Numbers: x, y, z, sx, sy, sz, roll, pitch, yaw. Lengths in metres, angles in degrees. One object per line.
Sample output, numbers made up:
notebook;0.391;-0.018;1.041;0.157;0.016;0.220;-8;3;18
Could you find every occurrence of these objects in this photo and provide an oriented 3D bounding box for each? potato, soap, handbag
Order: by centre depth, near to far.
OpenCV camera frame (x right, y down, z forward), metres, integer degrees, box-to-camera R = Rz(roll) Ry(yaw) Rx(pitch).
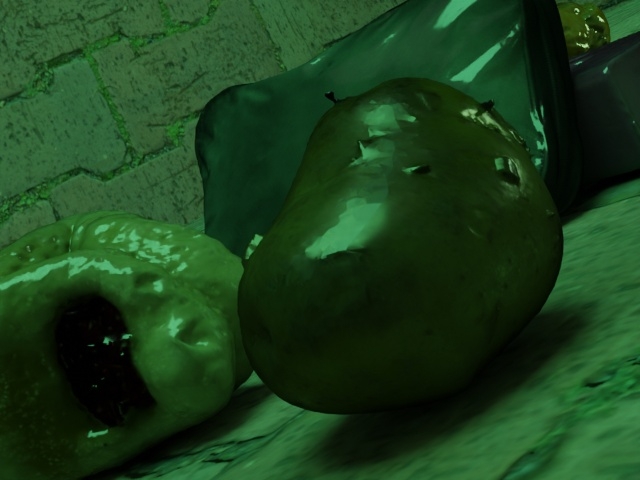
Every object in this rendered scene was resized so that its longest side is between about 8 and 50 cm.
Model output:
potato;0.035;0.008;0.558;0.137;0.137;0.176;-21;29;44
handbag;0.025;-0.059;0.902;0.332;0.191;0.075;-20;-23;36
soap;0.176;-0.087;0.954;0.181;0.081;0.259;-31;8;-38

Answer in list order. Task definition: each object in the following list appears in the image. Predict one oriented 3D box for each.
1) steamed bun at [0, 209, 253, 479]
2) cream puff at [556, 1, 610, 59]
steamed bun;-0.105;0.058;0.731;0.155;0.140;0.172;-7;18;30
cream puff;0.205;-0.166;1.290;0.189;0.129;0.189;-13;8;2
